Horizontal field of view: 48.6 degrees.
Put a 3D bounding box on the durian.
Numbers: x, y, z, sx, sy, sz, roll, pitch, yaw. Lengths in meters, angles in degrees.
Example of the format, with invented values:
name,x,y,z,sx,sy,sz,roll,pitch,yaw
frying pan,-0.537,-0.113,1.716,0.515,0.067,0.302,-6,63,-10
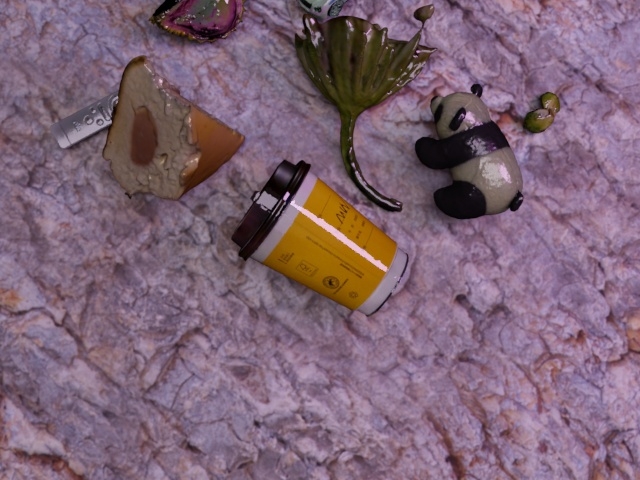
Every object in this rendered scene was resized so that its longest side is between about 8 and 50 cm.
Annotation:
name,x,y,z,sx,sy,sz,roll,pitch,yaw
durian,-0.203,-0.410,1.261,0.186,0.119,0.108,-32,126,7

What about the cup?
name,x,y,z,sx,sy,sz,roll,pitch,yaw
cup,0.000,0.000,1.195,0.279,0.196,0.196,33,86,-9

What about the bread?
name,x,y,z,sx,sy,sz,roll,pitch,yaw
bread,-0.274,-0.158,1.177,0.183,0.224,0.211,40,94,6

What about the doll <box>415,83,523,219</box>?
name,x,y,z,sx,sy,sz,roll,pitch,yaw
doll,0.261,-0.146,1.214,0.143,0.135,0.234,-20,84,-35

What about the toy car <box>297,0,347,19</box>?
name,x,y,z,sx,sy,sz,roll,pitch,yaw
toy car,0.050,-0.495,1.261,0.224,0.076,0.090,-43,72,-4

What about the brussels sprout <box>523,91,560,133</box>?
name,x,y,z,sx,sy,sz,roll,pitch,yaw
brussels sprout,0.406,-0.234,1.287,0.051,0.046,0.083,30,84,41

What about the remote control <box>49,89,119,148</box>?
name,x,y,z,sx,sy,sz,roll,pitch,yaw
remote control,-0.389,-0.224,1.264,0.184,0.027,0.050,-30,90,-9

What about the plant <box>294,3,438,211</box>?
name,x,y,z,sx,sy,sz,roll,pitch,yaw
plant,0.055,-0.236,1.218,0.250,0.180,0.334,11,90,9
